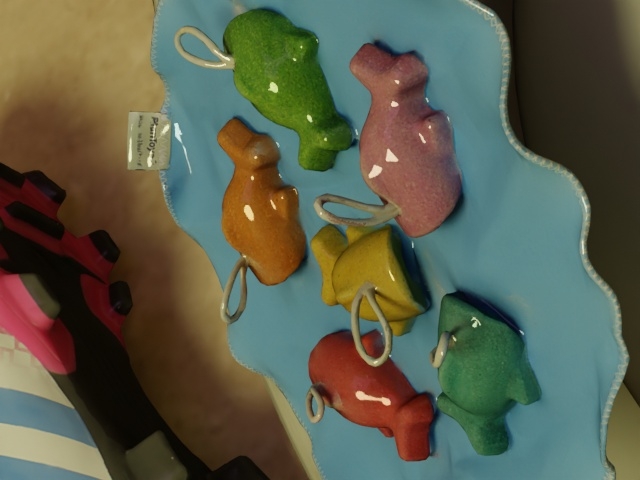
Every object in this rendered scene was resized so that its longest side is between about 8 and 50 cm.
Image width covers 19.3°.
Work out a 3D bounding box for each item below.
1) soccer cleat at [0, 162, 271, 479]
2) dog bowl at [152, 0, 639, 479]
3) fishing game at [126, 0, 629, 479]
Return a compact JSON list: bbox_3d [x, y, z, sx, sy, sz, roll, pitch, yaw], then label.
[{"bbox_3d":[-0.125,0.081,0.739,0.143,0.116,0.331,-48,50,11],"label":"soccer cleat"},{"bbox_3d":[0.121,-0.009,0.436,0.150,0.408,0.408,-24,44,-24],"label":"dog bowl"},{"bbox_3d":[0.000,0.000,0.462,0.189,0.041,0.264,17,126,56],"label":"fishing game"}]
